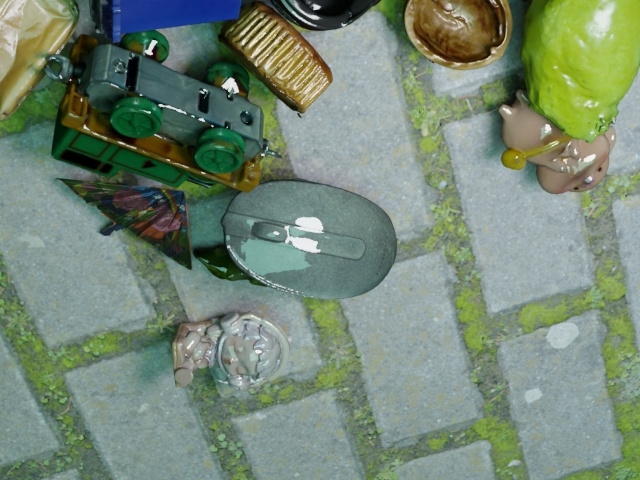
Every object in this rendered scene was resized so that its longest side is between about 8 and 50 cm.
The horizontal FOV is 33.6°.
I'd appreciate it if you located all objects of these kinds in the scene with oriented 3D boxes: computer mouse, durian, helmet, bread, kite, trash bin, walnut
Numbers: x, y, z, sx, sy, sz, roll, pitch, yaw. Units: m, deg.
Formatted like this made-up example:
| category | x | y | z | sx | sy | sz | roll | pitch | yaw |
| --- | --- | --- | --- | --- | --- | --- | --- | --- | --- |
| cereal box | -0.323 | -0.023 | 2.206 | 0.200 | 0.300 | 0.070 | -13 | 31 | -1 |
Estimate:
| category | x | y | z | sx | sy | sz | roll | pitch | yaw |
| --- | --- | --- | --- | --- | --- | --- | --- | --- | --- |
| computer mouse | 0.002 | -0.001 | 1.892 | 0.374 | 0.114 | 0.203 | 8 | 96 | -35 |
| durian | 0.445 | -0.365 | 1.754 | 0.204 | 0.256 | 0.339 | 17 | 139 | 27 |
| helmet | 0.008 | -0.434 | 1.673 | 0.189 | 0.193 | 0.216 | 41 | 78 | -21 |
| bread | -0.498 | -0.315 | 1.685 | 0.136 | 0.107 | 0.241 | 35 | 87 | -31 |
| kite | -0.310 | -0.047 | 1.894 | 0.234 | 0.016 | 0.321 | -26 | 131 | 36 |
| bread | -0.069 | -0.305 | 1.744 | 0.104 | 0.199 | 0.199 | -46 | 116 | 2 |
| trash bin | -0.236 | -0.410 | 1.610 | 0.235 | 0.162 | 0.184 | -4 | 161 | -13 |
| walnut | 0.222 | -0.384 | 1.794 | 0.211 | 0.087 | 0.167 | 39 | 101 | -27 |

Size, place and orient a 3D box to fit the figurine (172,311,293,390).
| category | x | y | z | sx | sy | sz | roll | pitch | yaw |
| --- | --- | --- | --- | --- | --- | --- | --- | --- | --- |
| figurine | -0.167 | 0.214 | 2.037 | 0.237 | 0.141 | 0.162 | 1 | 113 | -9 |

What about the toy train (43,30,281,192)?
| category | x | y | z | sx | sy | sz | roll | pitch | yaw |
| --- | --- | --- | --- | --- | --- | --- | --- | --- | --- |
| toy train | -0.273 | -0.191 | 1.764 | 0.429 | 0.178 | 0.249 | 20 | 144 | -29 |

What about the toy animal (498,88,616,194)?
| category | x | y | z | sx | sy | sz | roll | pitch | yaw |
| --- | --- | --- | --- | --- | --- | --- | --- | --- | --- |
| toy animal | 0.418 | -0.178 | 1.908 | 0.165 | 0.149 | 0.248 | -33 | 127 | 29 |

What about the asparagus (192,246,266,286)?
| category | x | y | z | sx | sy | sz | roll | pitch | yaw |
| --- | --- | --- | --- | --- | --- | --- | --- | --- | --- |
| asparagus | -0.095 | 0.051 | 1.997 | 0.287 | 0.080 | 0.080 | -2 | 119 | -8 |
